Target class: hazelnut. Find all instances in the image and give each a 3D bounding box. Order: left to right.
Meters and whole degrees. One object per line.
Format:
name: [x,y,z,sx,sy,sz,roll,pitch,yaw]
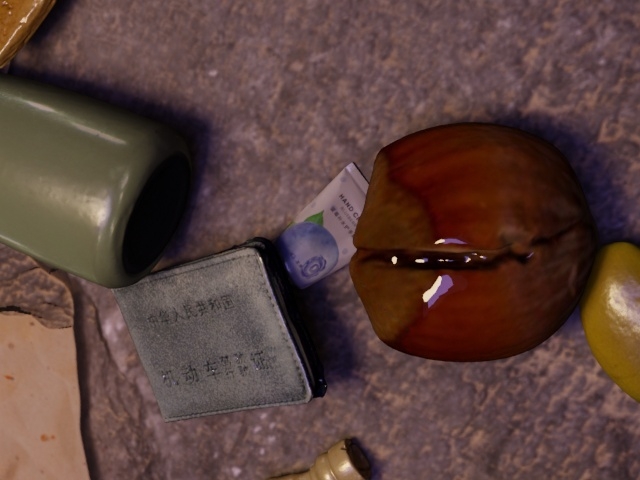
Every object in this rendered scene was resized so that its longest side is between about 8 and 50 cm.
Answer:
hazelnut: [0.136,0.002,1.029,0.180,0.181,0.212,1,95,35]

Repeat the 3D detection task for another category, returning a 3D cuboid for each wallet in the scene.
wallet: [-0.104,0.094,1.160,0.222,0.036,0.167,-14,100,36]

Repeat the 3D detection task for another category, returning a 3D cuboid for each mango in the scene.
mango: [0.312,0.089,1.056,0.191,0.085,0.122,35,120,14]

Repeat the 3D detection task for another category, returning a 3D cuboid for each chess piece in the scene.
chess piece: [-0.010,0.251,1.193,0.122,0.066,0.066,-37,92,15]

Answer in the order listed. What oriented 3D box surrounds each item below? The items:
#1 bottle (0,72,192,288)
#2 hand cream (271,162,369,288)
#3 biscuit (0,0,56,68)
bottle: [-0.308,-0.083,1.133,0.346,0.168,0.169,20,108,12]
hand cream: [0.000,0.000,1.135,0.142,0.053,0.084,-37,92,10]
biscuit: [-0.312,-0.283,1.128,0.212,0.041,0.239,-3,88,17]
